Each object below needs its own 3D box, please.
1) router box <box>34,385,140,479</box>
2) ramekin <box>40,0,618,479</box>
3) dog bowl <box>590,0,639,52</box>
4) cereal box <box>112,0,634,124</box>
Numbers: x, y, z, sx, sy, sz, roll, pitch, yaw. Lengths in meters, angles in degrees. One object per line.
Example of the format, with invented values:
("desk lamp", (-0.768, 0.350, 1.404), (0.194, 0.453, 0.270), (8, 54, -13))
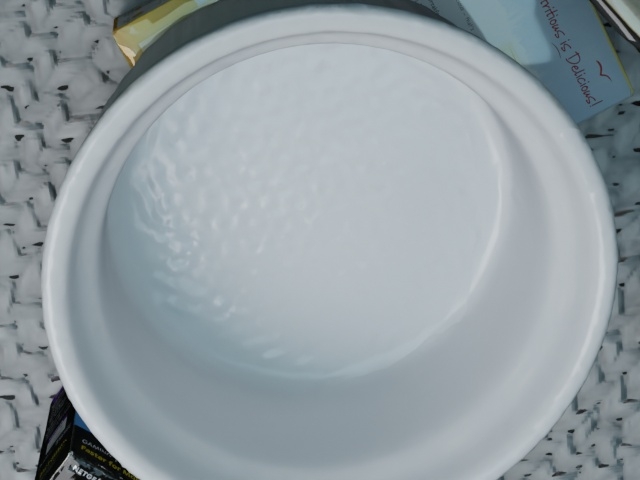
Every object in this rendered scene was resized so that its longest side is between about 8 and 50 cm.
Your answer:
("router box", (-0.076, 0.151, 0.910), (0.179, 0.133, 0.046), (34, 103, -15))
("ramekin", (0.000, 0.000, 0.814), (0.277, 0.135, 0.277), (-2, 112, -5))
("dog bowl", (0.281, -0.245, 0.752), (0.408, 0.150, 0.408), (0, 96, 5))
("cereal box", (0.030, -0.102, 0.878), (0.240, 0.047, 0.173), (-27, 109, 4))
